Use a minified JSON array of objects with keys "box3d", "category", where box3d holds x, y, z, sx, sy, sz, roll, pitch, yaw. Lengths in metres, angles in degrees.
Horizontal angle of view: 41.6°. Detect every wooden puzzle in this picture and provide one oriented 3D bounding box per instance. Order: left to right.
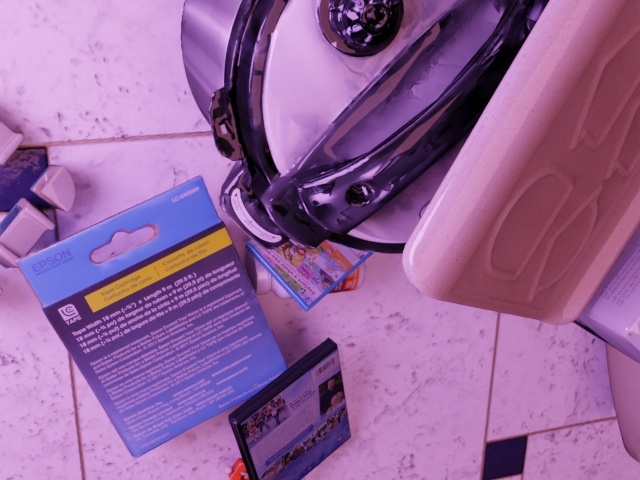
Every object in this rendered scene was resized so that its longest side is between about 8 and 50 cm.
[{"box3d":[0.232,-0.080,0.804,0.347,0.080,0.322,17,105,-52],"category":"wooden puzzle"}]

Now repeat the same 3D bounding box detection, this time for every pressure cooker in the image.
[{"box3d":[0.051,-0.185,0.902,0.375,0.420,0.370,-1,112,-20],"category":"pressure cooker"}]

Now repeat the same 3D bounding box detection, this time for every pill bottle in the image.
[{"box3d":[-0.021,0.035,1.159,0.151,0.086,0.086,-7,114,-17],"category":"pill bottle"}]

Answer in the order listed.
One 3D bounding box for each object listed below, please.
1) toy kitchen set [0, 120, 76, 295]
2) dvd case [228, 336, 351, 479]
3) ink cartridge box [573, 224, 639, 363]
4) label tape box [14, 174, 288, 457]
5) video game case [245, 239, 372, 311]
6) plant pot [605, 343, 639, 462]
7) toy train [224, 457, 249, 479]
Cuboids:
[{"box3d":[-0.417,-0.038,0.993,0.166,0.122,0.207,43,73,-28],"category":"toy kitchen set"},{"box3d":[-0.036,0.269,1.211,0.180,0.022,0.253,-35,142,-23],"category":"dvd case"},{"box3d":[0.410,-0.016,1.095,0.166,0.395,0.285,38,92,-22],"category":"ink cartridge box"},{"box3d":[-0.210,0.087,1.091,0.240,0.106,0.334,-26,121,-10],"category":"label tape box"},{"box3d":[0.000,0.000,1.122,0.166,0.015,0.119,-40,82,-25],"category":"video game case"},{"box3d":[0.570,0.181,1.359,0.256,0.256,0.274,-27,102,-7],"category":"plant pot"},{"box3d":[-0.122,0.406,1.305,0.125,0.046,0.166,24,99,-25],"category":"toy train"}]
